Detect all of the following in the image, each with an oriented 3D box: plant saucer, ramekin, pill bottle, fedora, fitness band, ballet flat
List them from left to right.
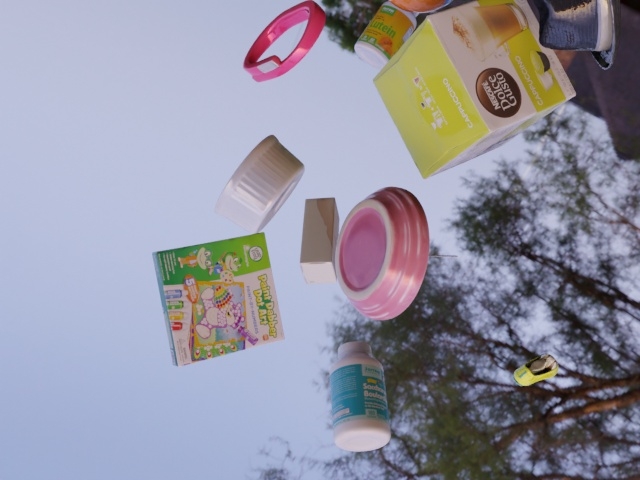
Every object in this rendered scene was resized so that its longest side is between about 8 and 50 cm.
[{"bbox_3d":[-0.165,-0.150,1.847,0.135,0.277,0.277,37,-153,1],"label":"ramekin"},{"bbox_3d":[-0.094,-0.506,1.655,0.054,0.209,0.291,37,164,-30],"label":"fitness band"},{"bbox_3d":[0.099,0.401,1.700,0.146,0.146,0.264,14,-130,-22],"label":"pill bottle"},{"bbox_3d":[0.134,0.027,1.595,0.084,0.332,0.332,10,-150,-30],"label":"plant saucer"},{"bbox_3d":[0.232,-0.703,2.160,0.136,0.245,0.136,33,176,2],"label":"pill bottle"},{"bbox_3d":[0.697,0.397,2.049,0.231,0.077,0.077,-11,-131,-40],"label":"ballet flat"},{"bbox_3d":[0.569,-0.527,1.478,0.152,0.334,0.334,-10,-159,16],"label":"fedora"}]

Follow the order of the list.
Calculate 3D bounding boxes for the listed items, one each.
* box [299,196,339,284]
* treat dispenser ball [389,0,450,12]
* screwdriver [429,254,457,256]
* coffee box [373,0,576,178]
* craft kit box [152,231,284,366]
[{"bbox_3d":[0.000,0.000,2.464,0.121,0.148,0.311,-3,-126,9],"label":"box"},{"bbox_3d":[0.296,-0.817,1.902,0.288,0.288,0.288,20,-154,-10],"label":"treat dispenser ball"},{"bbox_3d":[0.313,0.041,1.845,0.170,0.024,0.025,-3,-125,-21],"label":"screwdriver"},{"bbox_3d":[0.409,-0.422,1.794,0.334,0.338,0.337,-25,-95,-25],"label":"coffee box"},{"bbox_3d":[-0.219,0.124,1.418,0.247,0.250,0.061,-12,-179,-28],"label":"craft kit box"}]
